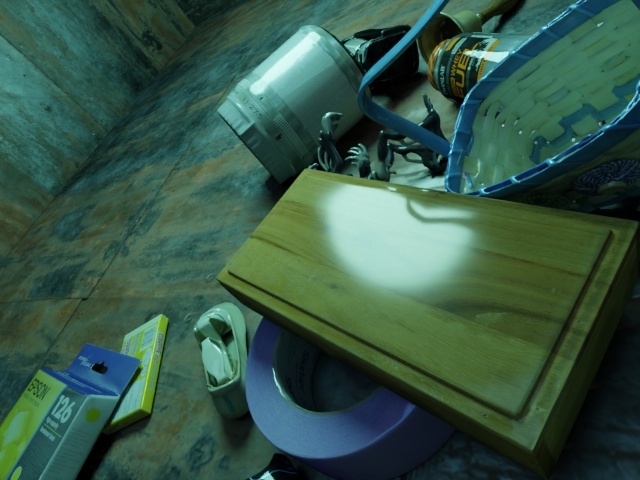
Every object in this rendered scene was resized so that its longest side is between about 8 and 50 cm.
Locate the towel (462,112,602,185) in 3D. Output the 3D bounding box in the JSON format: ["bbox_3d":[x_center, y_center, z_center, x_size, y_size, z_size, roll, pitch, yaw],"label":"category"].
[{"bbox_3d":[0.286,-0.114,0.645,0.196,0.029,0.144,-6,52,39],"label":"towel"}]

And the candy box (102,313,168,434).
[{"bbox_3d":[-0.341,0.241,0.844,0.105,0.027,0.206,-32,37,19],"label":"candy box"}]

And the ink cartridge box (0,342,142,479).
[{"bbox_3d":[-0.494,0.333,0.836,0.303,0.072,0.308,-5,54,45],"label":"ink cartridge box"}]

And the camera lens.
[{"bbox_3d":[-0.047,-0.282,0.950,0.274,0.219,0.219,-42,36,0],"label":"camera lens"}]

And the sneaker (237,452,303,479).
[{"bbox_3d":[-0.112,0.336,0.507,0.232,0.081,0.090,-34,34,-1],"label":"sneaker"}]

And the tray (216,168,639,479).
[{"bbox_3d":[0.072,0.036,0.490,0.410,0.076,0.203,18,64,45],"label":"tray"}]

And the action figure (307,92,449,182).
[{"bbox_3d":[0.063,-0.128,0.752,0.275,0.164,0.141,-25,70,11],"label":"action figure"}]

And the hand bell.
[{"bbox_3d":[0.320,-0.444,0.907,0.242,0.126,0.126,-39,35,-18],"label":"hand bell"}]

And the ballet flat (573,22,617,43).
[{"bbox_3d":[0.474,-0.319,0.615,0.315,0.106,0.108,-33,37,11],"label":"ballet flat"}]

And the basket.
[{"bbox_3d":[0.212,-0.144,0.451,0.254,0.288,0.201,-35,30,59],"label":"basket"}]

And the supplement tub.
[{"bbox_3d":[0.271,-0.277,0.747,0.117,0.117,0.190,-44,36,-4],"label":"supplement tub"}]

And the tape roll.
[{"bbox_3d":[0.042,0.136,0.557,0.274,0.090,0.275,-23,40,22],"label":"tape roll"}]

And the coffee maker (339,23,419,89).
[{"bbox_3d":[0.136,-0.413,0.986,0.171,0.120,0.178,-44,30,1],"label":"coffee maker"}]

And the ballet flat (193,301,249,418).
[{"bbox_3d":[-0.158,0.162,0.716,0.086,0.086,0.248,-40,36,2],"label":"ballet flat"}]
